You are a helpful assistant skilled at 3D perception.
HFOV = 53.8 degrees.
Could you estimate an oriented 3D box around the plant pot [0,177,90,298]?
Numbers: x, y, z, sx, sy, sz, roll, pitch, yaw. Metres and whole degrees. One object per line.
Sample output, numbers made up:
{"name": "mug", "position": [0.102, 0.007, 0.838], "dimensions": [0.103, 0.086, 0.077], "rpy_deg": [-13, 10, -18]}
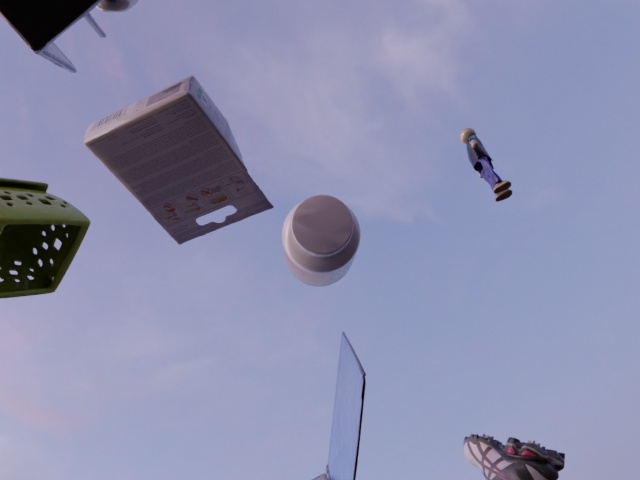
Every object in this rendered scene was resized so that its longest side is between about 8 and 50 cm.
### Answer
{"name": "plant pot", "position": [-0.701, -0.020, 1.423], "dimensions": [0.228, 0.207, 0.227], "rpy_deg": [1, -53, -58]}

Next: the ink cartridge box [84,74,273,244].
{"name": "ink cartridge box", "position": [-0.197, -0.108, 0.916], "dimensions": [0.181, 0.056, 0.224], "rpy_deg": [-20, -47, 19]}

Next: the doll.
{"name": "doll", "position": [0.353, -0.172, 1.379], "dimensions": [0.046, 0.188, 0.129], "rpy_deg": [-27, -31, 6]}

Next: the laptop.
{"name": "laptop", "position": [-0.074, 0.365, 0.973], "dimensions": [0.408, 0.236, 0.382], "rpy_deg": [-28, 1, -2]}

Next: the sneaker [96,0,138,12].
{"name": "sneaker", "position": [-0.329, -0.469, 0.985], "dimensions": [0.091, 0.240, 0.126], "rpy_deg": [-6, -34, -4]}

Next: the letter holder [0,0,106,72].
{"name": "letter holder", "position": [-0.392, -0.389, 0.819], "dimensions": [0.152, 0.214, 0.302], "rpy_deg": [-42, -80, -3]}

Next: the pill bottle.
{"name": "pill bottle", "position": [0.000, 0.000, 1.130], "dimensions": [0.137, 0.136, 0.245], "rpy_deg": [-11, -12, -4]}

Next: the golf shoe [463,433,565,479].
{"name": "golf shoe", "position": [0.337, 0.431, 1.179], "dimensions": [0.105, 0.120, 0.273], "rpy_deg": [21, -18, -8]}
